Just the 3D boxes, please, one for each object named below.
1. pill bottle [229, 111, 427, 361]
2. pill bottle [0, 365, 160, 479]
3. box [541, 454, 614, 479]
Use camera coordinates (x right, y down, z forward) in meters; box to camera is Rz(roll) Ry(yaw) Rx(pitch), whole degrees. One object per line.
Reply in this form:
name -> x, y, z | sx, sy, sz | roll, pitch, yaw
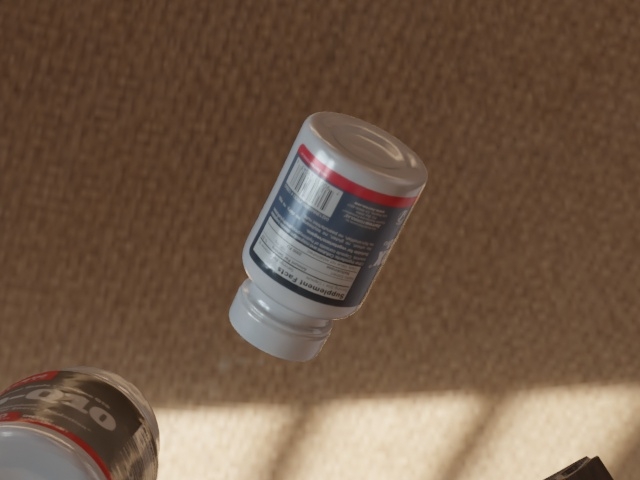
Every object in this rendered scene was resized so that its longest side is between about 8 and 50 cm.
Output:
pill bottle -> 0.000, 0.000, 1.476 | 0.108, 0.108, 0.180 | 20, 114, -16
pill bottle -> -0.220, 0.196, 1.529 | 0.161, 0.283, 0.161 | 1, 98, 4
box -> 0.017, 0.313, 0.745 | 0.395, 0.097, 0.318 | -34, 83, 29
